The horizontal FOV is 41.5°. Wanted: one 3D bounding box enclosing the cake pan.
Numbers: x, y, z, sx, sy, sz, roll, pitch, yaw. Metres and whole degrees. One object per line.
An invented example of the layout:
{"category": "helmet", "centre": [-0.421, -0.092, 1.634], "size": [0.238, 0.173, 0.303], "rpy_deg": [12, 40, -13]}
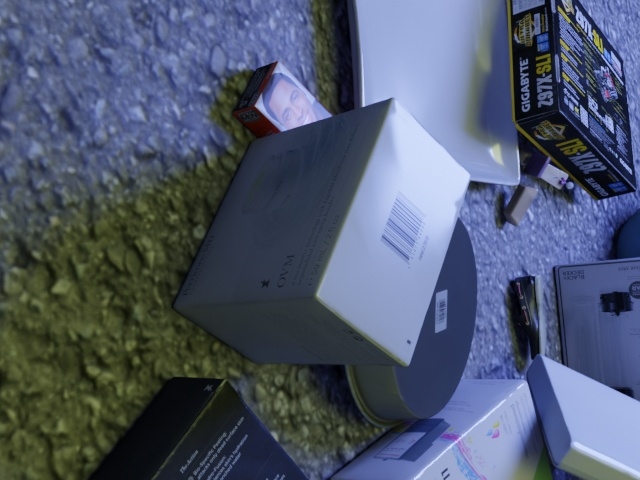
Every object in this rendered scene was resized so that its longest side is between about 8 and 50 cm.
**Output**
{"category": "cake pan", "centre": [0.121, 0.086, 1.033], "size": [0.293, 0.054, 0.293], "rpy_deg": [-12, 104, -58]}

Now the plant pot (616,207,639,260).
{"category": "plant pot", "centre": [0.649, 0.024, 1.502], "size": [0.290, 0.195, 0.290], "rpy_deg": [6, 81, -43]}

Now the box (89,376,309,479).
{"category": "box", "centre": [-0.118, 0.240, 0.814], "size": [0.156, 0.093, 0.158], "rpy_deg": [-52, 120, -34]}

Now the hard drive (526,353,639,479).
{"category": "hard drive", "centre": [0.455, 0.292, 1.129], "size": [0.353, 0.047, 0.233], "rpy_deg": [26, 20, -6]}

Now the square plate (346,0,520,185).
{"category": "square plate", "centre": [0.152, -0.250, 1.164], "size": [0.344, 0.049, 0.347], "rpy_deg": [-1, 85, -44]}

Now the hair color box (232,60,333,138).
{"category": "hair color box", "centre": [-0.028, -0.132, 0.980], "size": [0.141, 0.043, 0.072], "rpy_deg": [41, 60, -32]}

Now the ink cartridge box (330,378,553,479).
{"category": "ink cartridge box", "centre": [0.142, 0.335, 1.032], "size": [0.353, 0.119, 0.207], "rpy_deg": [-26, 103, -42]}

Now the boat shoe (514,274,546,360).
{"category": "boat shoe", "centre": [0.320, 0.119, 1.286], "size": [0.049, 0.042, 0.133], "rpy_deg": [-6, 89, -69]}

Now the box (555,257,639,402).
{"category": "box", "centre": [0.479, 0.174, 1.344], "size": [0.087, 0.169, 0.290], "rpy_deg": [-1, 84, -47]}

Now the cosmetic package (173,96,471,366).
{"category": "cosmetic package", "centre": [0.000, 0.000, 0.865], "size": [0.138, 0.225, 0.224], "rpy_deg": [39, 60, -31]}

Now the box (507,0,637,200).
{"category": "box", "centre": [0.399, -0.237, 1.329], "size": [0.322, 0.079, 0.257], "rpy_deg": [26, 57, -47]}

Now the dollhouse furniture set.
{"category": "dollhouse furniture set", "centre": [0.329, -0.071, 1.306], "size": [0.081, 0.091, 0.114], "rpy_deg": [26, 96, -24]}

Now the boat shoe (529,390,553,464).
{"category": "boat shoe", "centre": [0.326, 0.274, 1.273], "size": [0.206, 0.075, 0.065], "rpy_deg": [41, 16, -26]}
